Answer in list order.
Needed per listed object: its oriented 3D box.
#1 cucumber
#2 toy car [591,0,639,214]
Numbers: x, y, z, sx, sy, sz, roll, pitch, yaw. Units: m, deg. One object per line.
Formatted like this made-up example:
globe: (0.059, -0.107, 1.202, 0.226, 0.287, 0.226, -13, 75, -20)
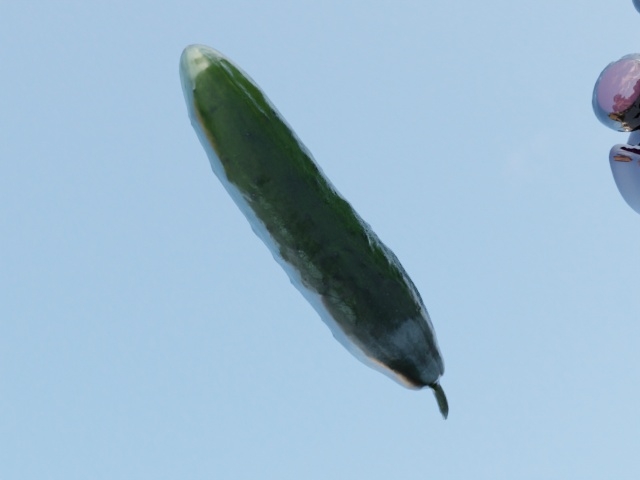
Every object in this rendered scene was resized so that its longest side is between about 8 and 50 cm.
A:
cucumber: (0.000, 0.000, 0.646, 0.056, 0.056, 0.250, -38, -82, -2)
toy car: (0.440, -0.146, 1.144, 0.271, 0.240, 0.341, 18, -91, -35)
